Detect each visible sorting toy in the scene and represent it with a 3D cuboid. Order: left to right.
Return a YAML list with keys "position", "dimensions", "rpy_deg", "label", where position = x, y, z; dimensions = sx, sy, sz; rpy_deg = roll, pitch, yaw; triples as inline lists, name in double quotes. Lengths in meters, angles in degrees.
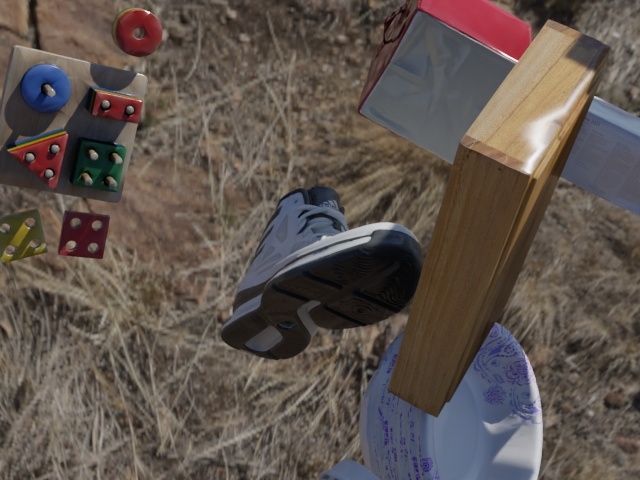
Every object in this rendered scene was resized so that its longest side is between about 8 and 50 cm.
- position: [-0.242, -0.097, 0.947]
  dimensions: [0.132, 0.275, 0.046]
  rpy_deg: [10, 13, -28]
  label: "sorting toy"

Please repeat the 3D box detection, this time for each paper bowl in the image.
- position: [0.161, 0.246, 1.283]
  dimensions: [0.148, 0.284, 0.284]
  rpy_deg: [-8, 47, 40]
  label: "paper bowl"

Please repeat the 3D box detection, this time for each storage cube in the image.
- position: [0.181, -0.251, 1.429]
  dimensions: [0.215, 0.184, 0.193]
  rpy_deg: [28, 32, -7]
  label: "storage cube"

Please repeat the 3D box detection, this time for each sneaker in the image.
- position: [-0.001, 0.000, 1.451]
  dimensions: [0.169, 0.447, 0.258]
  rpy_deg: [24, 60, -24]
  label: "sneaker"

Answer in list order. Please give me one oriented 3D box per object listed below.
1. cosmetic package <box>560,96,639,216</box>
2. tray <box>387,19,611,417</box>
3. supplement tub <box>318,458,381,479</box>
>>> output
- position: [0.402, -0.089, 1.216]
  dimensions: [0.239, 0.099, 0.060]
  rpy_deg: [28, 38, 8]
  label: "cosmetic package"
- position: [0.176, -0.003, 1.025]
  dimensions: [0.076, 0.411, 0.203]
  rpy_deg: [28, 54, 14]
  label: "tray"
- position: [-0.038, 0.399, 1.020]
  dimensions: [0.316, 0.228, 0.228]
  rpy_deg: [-34, 69, -20]
  label: "supplement tub"
